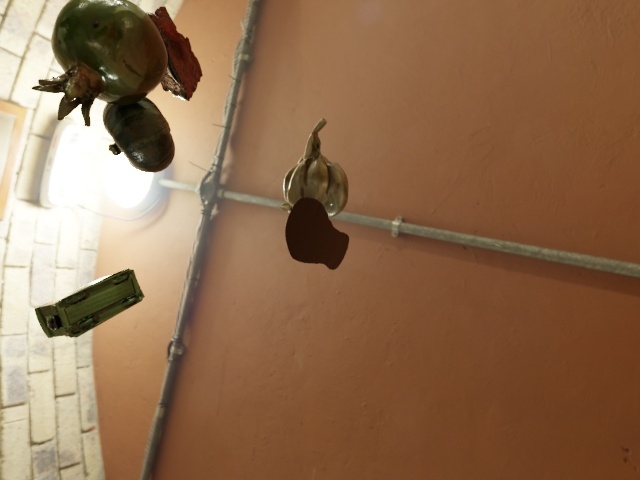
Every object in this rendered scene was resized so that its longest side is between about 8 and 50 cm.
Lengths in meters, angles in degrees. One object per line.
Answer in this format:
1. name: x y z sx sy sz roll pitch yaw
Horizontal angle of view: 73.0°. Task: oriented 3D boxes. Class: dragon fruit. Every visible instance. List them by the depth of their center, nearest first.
1. dragon fruit: -0.334 -0.389 0.913 0.093 0.192 0.122 -1 -118 8

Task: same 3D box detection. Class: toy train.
1. toy train: -0.223 0.060 0.418 0.057 0.093 0.038 -11 -77 29

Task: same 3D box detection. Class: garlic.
1. garlic: -0.003 -0.131 0.816 0.131 0.127 0.194 -130 -136 -67

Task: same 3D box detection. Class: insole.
1. insole: 0.000 0.000 0.632 0.005 0.253 0.086 22 -96 22

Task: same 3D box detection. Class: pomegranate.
1. pomegranate: -0.365 -0.294 0.719 0.182 0.181 0.224 3 -121 31

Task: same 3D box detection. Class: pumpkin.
1. pumpkin: -0.367 -0.217 0.876 0.125 0.167 0.167 -13 -108 -13
